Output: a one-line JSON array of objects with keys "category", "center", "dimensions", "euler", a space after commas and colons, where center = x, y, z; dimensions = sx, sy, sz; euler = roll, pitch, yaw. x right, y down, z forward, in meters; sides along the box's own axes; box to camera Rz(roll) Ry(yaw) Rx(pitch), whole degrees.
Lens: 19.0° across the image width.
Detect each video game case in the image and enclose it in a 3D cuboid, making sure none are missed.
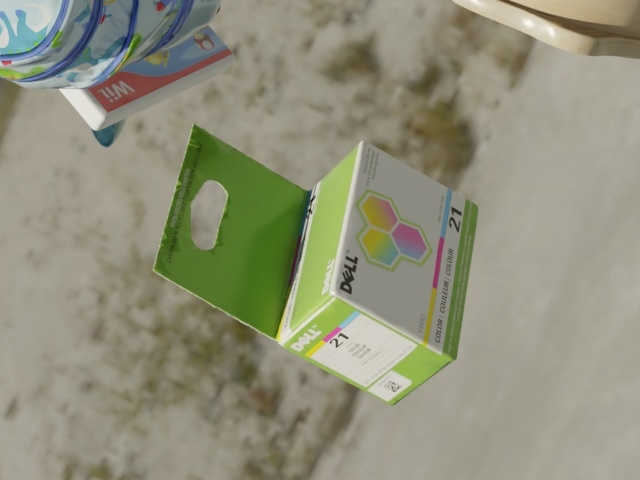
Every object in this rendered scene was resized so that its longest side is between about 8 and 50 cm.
[{"category": "video game case", "center": [-0.239, -0.250, 1.888], "dimensions": [0.204, 0.285, 0.025], "euler": [-31, -12, -47]}]

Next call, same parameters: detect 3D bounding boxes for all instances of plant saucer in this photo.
[{"category": "plant saucer", "center": [-0.241, -0.164, 2.129], "dimensions": [0.021, 0.119, 0.119], "euler": [-14, -30, -22]}]

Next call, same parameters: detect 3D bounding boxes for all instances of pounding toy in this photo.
[{"category": "pounding toy", "center": [0.216, -0.222, 1.350], "dimensions": [0.269, 0.154, 0.155], "euler": [-2, -61, -45]}]

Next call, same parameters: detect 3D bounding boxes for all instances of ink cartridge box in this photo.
[{"category": "ink cartridge box", "center": [0.000, 0.000, 1.664], "dimensions": [0.097, 0.255, 0.189], "euler": [-41, 27, 43]}]

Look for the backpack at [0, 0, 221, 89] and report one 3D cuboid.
[{"category": "backpack", "center": [-0.201, -0.292, 1.416], "dimensions": [0.273, 0.290, 0.355], "euler": [-49, -47, -42]}]
